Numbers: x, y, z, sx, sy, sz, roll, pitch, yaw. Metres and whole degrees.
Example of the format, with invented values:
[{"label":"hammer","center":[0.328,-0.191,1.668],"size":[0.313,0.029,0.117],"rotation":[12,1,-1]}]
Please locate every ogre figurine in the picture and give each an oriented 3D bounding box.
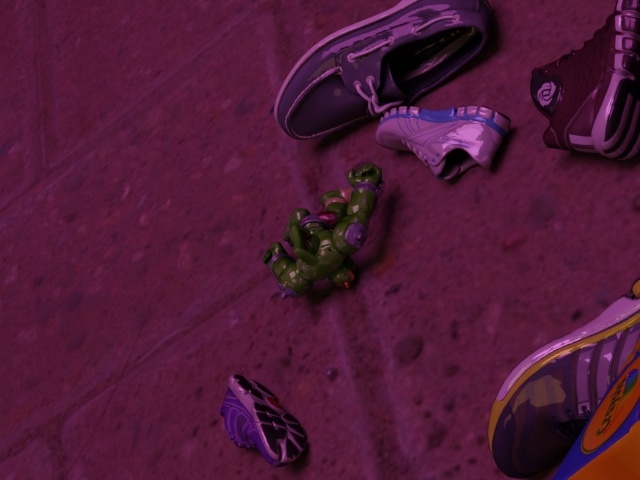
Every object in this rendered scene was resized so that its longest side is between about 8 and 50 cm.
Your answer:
[{"label":"ogre figurine","center":[0.000,0.000,1.850],"size":[0.197,0.097,0.118],"rotation":[-21,35,18]}]

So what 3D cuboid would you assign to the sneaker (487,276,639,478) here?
[{"label":"sneaker","center":[0.279,0.141,1.437],"size":[0.300,0.111,0.121],"rotation":[-44,40,26]}]

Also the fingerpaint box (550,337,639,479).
[{"label":"fingerpaint box","center":[0.390,0.013,1.042],"size":[0.445,0.163,0.371],"rotation":[-45,-4,-46]}]

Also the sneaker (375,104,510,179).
[{"label":"sneaker","center":[0.135,-0.113,1.823],"size":[0.191,0.071,0.083],"rotation":[0,67,45]}]

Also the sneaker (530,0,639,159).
[{"label":"sneaker","center":[0.312,-0.222,1.701],"size":[0.162,0.106,0.281],"rotation":[2,64,49]}]

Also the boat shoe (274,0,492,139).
[{"label":"boat shoe","center":[0.076,-0.214,1.921],"size":[0.319,0.116,0.099],"rotation":[-31,39,17]}]

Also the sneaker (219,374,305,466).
[{"label":"sneaker","center":[-0.072,0.224,1.790],"size":[0.071,0.068,0.170],"rotation":[-63,28,11]}]
